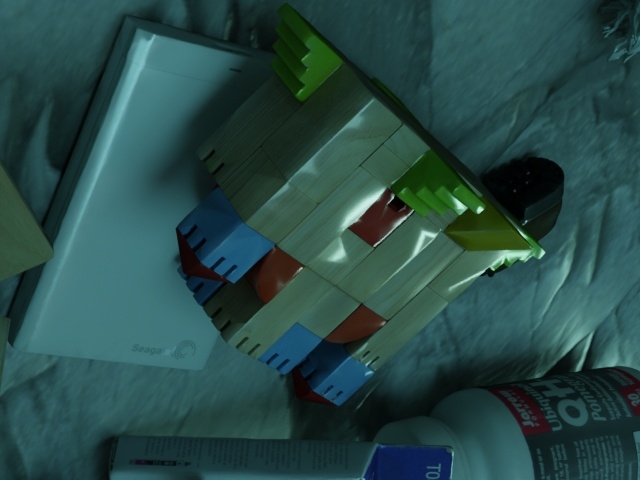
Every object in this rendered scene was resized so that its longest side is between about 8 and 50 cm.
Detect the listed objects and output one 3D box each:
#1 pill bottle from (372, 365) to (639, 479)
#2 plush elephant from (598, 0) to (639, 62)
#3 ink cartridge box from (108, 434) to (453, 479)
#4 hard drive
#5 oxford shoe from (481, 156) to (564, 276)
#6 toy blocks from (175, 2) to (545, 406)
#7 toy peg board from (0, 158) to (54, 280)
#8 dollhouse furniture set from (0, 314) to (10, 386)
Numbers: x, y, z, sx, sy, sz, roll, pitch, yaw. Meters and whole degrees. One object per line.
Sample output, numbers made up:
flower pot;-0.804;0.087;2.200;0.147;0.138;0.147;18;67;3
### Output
pill bottle;0.218;0.238;1.731;0.319;0.176;0.176;-6;122;-30
plush elephant;0.403;-0.269;1.443;0.330;0.272;0.255;-29;177;6
ink cartridge box;-0.040;0.340;1.606;0.330;0.071;0.324;2;122;2
hard drive;-0.135;-0.032;1.417;0.203;0.040;0.307;10;113;-37
oxford shoe;0.149;0.009;1.601;0.227;0.083;0.096;-24;136;-15
toy blocks;0.000;0.000;1.402;0.261;0.190;0.381;-43;142;8
toy peg board;-0.322;-0.033;1.283;0.161;0.079;0.161;-23;131;1
dollhouse furniture set;-0.353;0.115;1.358;0.161;0.101;0.182;9;161;-12
